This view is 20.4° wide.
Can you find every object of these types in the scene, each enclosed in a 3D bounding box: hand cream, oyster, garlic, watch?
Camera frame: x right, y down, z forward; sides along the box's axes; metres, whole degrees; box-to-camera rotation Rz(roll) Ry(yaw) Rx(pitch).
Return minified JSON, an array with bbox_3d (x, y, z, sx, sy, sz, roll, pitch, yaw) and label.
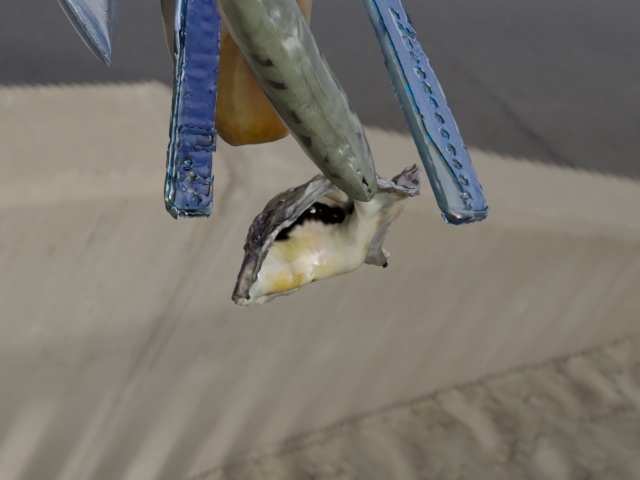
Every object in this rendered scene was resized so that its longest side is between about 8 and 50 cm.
[{"bbox_3d":[-0.216,-0.229,1.692,0.088,0.055,0.256,60,5,-18],"label":"hand cream"},{"bbox_3d":[-0.005,-0.010,1.700,0.275,0.271,0.100,-16,82,-39],"label":"oyster"},{"bbox_3d":[-0.080,-0.215,1.611,0.143,0.318,0.112,8,46,6],"label":"garlic"},{"bbox_3d":[0.004,-0.150,1.418,0.276,0.274,0.068,2,-4,28],"label":"watch"}]

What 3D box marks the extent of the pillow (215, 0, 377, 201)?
[{"bbox_3d":[-0.026,-0.126,1.255,0.093,0.051,0.241,42,-12,50],"label":"pillow"}]
